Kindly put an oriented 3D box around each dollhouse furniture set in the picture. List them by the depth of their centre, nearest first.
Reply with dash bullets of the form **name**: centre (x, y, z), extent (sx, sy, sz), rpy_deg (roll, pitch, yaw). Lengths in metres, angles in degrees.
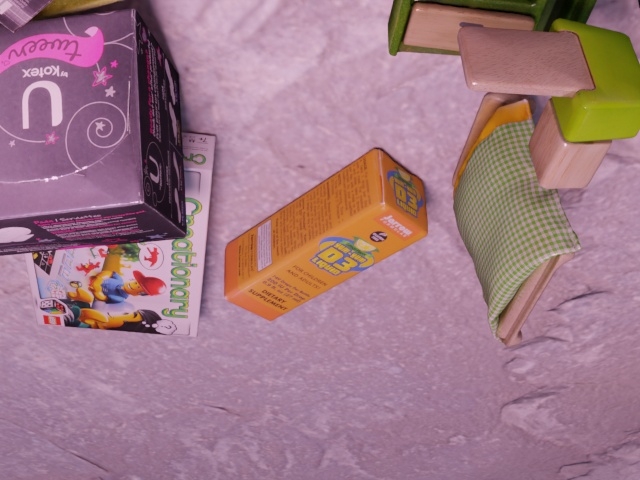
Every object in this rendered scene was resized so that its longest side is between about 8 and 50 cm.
- **dollhouse furniture set**: centre (0.125, -0.069, 0.708), extent (0.151, 0.197, 0.301), rpy_deg (4, 141, -7)

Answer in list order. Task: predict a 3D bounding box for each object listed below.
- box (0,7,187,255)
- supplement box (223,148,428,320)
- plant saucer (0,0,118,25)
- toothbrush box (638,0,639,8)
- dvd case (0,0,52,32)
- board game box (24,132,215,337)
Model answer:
- **box**: centre (-0.249, -0.079, 0.688), extent (0.247, 0.163, 0.142), rpy_deg (-5, 170, 3)
- **supplement box**: centre (0.000, 0.000, 0.892), extent (0.233, 0.080, 0.078), rpy_deg (-33, 133, 32)
- **plant saucer**: centre (-0.253, -0.244, 0.608), extent (0.188, 0.045, 0.188), rpy_deg (-11, 140, 12)
- **toothbrush box**: centre (0.260, -0.212, 0.516), extent (0.126, 0.216, 0.295), rpy_deg (-17, 137, 20)
- **dvd case**: centre (-0.187, -0.254, 0.540), extent (0.221, 0.018, 0.164), rpy_deg (-32, 136, 19)
- **board game box**: centre (-0.220, -0.001, 0.908), extent (0.193, 0.053, 0.305), rpy_deg (5, 141, -7)
